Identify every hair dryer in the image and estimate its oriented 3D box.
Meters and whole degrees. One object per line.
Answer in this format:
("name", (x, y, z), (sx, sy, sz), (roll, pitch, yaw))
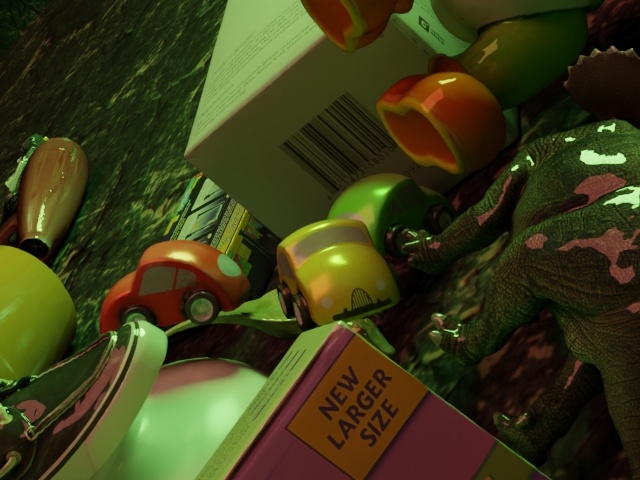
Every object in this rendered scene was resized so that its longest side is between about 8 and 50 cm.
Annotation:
("hair dryer", (-0.354, -0.022, 1.796), (0.224, 0.080, 0.293), (-68, 18, -2))

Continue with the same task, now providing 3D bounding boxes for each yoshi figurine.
("yoshi figurine", (0.176, -0.202, 0.846), (0.362, 0.203, 0.203), (-36, 49, -10))

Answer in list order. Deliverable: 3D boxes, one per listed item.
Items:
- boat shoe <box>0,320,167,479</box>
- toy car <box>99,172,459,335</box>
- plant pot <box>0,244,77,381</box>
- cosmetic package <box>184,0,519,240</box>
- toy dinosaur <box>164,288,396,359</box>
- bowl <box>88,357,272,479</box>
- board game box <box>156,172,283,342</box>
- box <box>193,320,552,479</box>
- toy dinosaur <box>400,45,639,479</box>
("boat shoe", (-0.177, 0.120, 0.831), (0.219, 0.070, 0.078), (-46, 22, 11))
("toy car", (0.000, 0.000, 0.914), (0.239, 0.053, 0.225), (-6, 14, 45))
("plant pot", (-0.335, 0.106, 1.382), (0.205, 0.205, 0.188), (-30, 15, 42))
("cosmetic package", (0.034, -0.174, 1.136), (0.197, 0.155, 0.365), (-37, 25, 30))
("toy dinosaur", (-0.024, 0.047, 0.949), (0.183, 0.053, 0.092), (0, 5, 31))
("bowl", (-0.120, 0.180, 0.902), (0.298, 0.134, 0.298), (-42, 23, 22))
("board game box", (-0.082, -0.005, 1.237), (0.141, 0.048, 0.170), (-25, 33, 44))
("box", (-0.017, 0.157, 0.660), (0.213, 0.117, 0.243), (-53, 0, -7))
("toy dinosaur", (0.132, 0.007, 0.709), (0.160, 0.121, 0.313), (-46, 18, 29))
